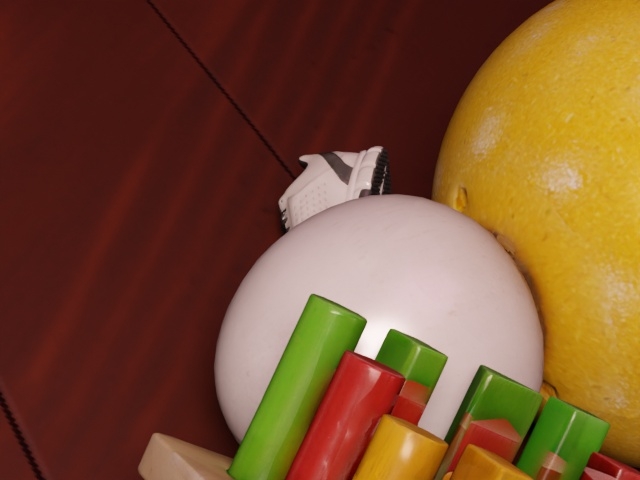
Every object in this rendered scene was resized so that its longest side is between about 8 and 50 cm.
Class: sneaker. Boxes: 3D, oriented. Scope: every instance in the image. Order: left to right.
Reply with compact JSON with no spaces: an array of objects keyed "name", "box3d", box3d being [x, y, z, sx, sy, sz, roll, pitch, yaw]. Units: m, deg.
[{"name":"sneaker","box3d":[0.000,0.000,0.781,0.044,0.040,0.109,3,40,15]}]

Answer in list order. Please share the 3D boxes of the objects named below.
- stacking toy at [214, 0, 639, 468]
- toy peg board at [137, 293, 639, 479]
[{"name":"stacking toy","box3d":[0.164,-0.023,0.753,0.480,0.350,0.350,-18,56,-28]},{"name":"toy peg board","box3d":[0.052,0.086,0.550,0.161,0.079,0.160,23,2,-28]}]
